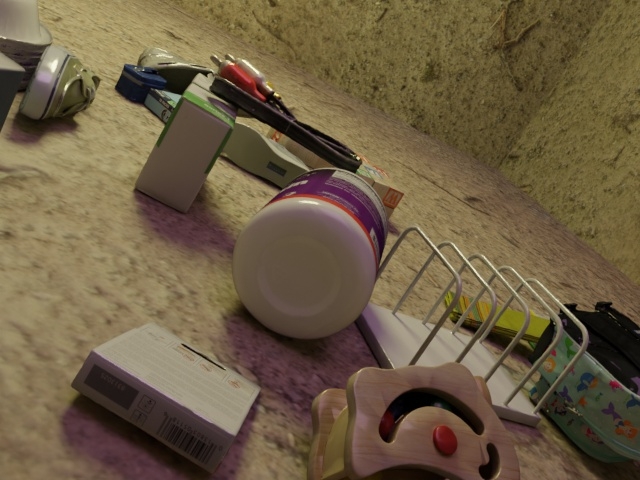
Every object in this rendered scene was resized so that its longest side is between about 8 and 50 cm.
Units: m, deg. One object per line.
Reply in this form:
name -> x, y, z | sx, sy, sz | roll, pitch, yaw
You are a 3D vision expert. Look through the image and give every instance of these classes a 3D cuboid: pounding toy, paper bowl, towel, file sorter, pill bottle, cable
pounding toy -> 0.095, 0.226, 0.725 | 0.269, 0.155, 0.154 | 5, 59, -36
paper bowl -> -0.575, -0.374, 1.109 | 0.284, 0.148, 0.284 | 27, 18, -9
towel -> 0.351, 0.148, 1.306 | 0.237, 0.021, 0.102 | 16, 24, -6
file sorter -> 0.222, 0.123, 1.021 | 0.277, 0.173, 0.193 | 21, 21, -28
pill bottle -> 0.000, 0.000, 0.978 | 0.181, 0.182, 0.323 | 31, 18, 0
cable -> -0.058, -0.204, 1.075 | 0.287, 0.072, 0.139 | 33, 14, 15

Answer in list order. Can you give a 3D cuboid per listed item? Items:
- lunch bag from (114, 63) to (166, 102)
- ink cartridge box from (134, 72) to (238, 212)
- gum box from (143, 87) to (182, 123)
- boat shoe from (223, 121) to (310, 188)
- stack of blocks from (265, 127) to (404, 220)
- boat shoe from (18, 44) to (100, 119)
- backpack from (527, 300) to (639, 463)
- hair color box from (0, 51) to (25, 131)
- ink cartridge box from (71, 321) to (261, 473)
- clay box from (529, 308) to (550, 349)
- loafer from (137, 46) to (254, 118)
lunch bag -> -0.367, -0.327, 1.434 | 0.067, 0.065, 0.098 | 37, 20, 17
ink cartridge box -> -0.206, -0.164, 1.112 | 0.092, 0.160, 0.219 | 29, 19, -13
gum box -> -0.251, -0.250, 1.452 | 0.157, 0.041, 0.184 | 41, 20, 26
boat shoe -> -0.109, -0.167, 1.421 | 0.227, 0.079, 0.081 | 33, 9, -10
stack of blocks -> 0.025, -0.157, 1.566 | 0.297, 0.087, 0.171 | 21, 21, -28
boat shoe -> -0.410, -0.254, 1.121 | 0.094, 0.109, 0.302 | 26, 16, -21
backpack -> 0.472, 0.234, 1.077 | 0.225, 0.191, 0.253 | 4, 23, -34
hair color box -> -0.588, -0.266, 0.862 | 0.374, 0.114, 0.185 | 35, 18, 9
ink cartridge box -> -0.137, 0.140, 0.661 | 0.145, 0.045, 0.179 | 31, 0, 2
clay box -> 0.488, 0.229, 1.343 | 0.127, 0.053, 0.222 | 21, 22, -21
loafer -> -0.265, -0.346, 1.590 | 0.319, 0.112, 0.111 | 13, 29, -25
